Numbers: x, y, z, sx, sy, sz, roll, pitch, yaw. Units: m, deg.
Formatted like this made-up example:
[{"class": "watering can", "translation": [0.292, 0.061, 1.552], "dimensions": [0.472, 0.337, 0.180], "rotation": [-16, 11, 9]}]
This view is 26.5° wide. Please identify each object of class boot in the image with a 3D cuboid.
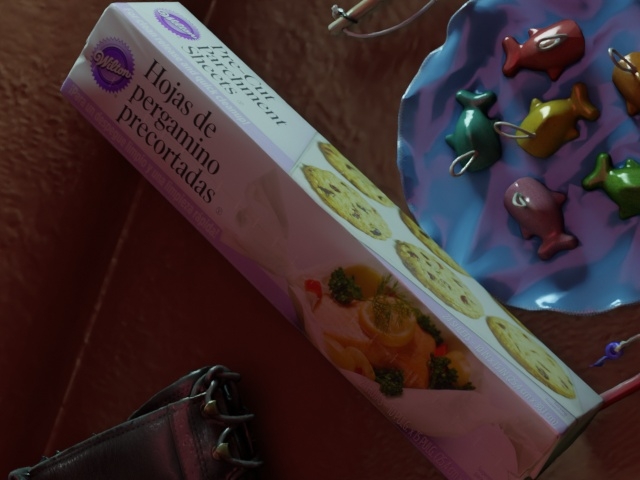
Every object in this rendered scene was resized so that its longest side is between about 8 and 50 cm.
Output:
[{"class": "boot", "translation": [-0.026, 0.172, 0.681], "dimensions": [0.263, 0.091, 0.229], "rotation": [-20, 79, 16]}]

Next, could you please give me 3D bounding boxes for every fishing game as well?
[{"class": "fishing game", "translation": [0.127, -0.054, 0.685], "dimensions": [0.189, 0.041, 0.264], "rotation": [-30, 77, 15]}]

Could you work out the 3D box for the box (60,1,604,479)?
[{"class": "box", "translation": [0.000, 0.000, 0.698], "dimensions": [0.324, 0.067, 0.063], "rotation": [44, 116, 17]}]
